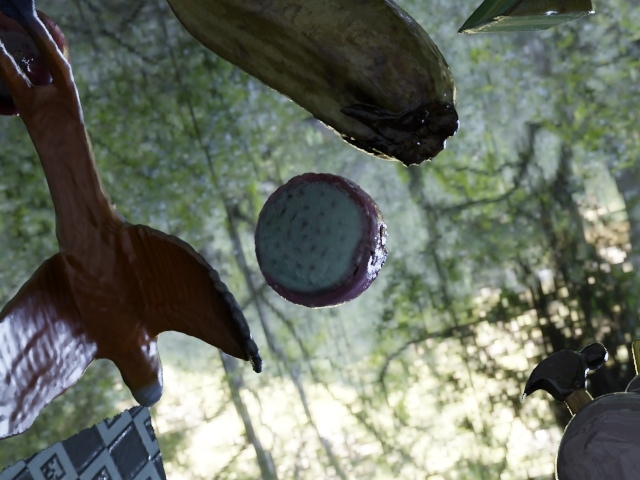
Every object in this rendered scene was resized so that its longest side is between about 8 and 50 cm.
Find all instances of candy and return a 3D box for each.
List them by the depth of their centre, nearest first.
[{"bbox_3d":[0.000,0.000,0.858,0.103,0.103,0.043,-13,169,20],"label":"candy"}]

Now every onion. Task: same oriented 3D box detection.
[{"bbox_3d":[-0.349,-0.208,1.299,0.131,0.131,0.131,-15,-174,2],"label":"onion"}]

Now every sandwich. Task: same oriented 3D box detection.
[{"bbox_3d":[0.206,-0.218,1.139,0.074,0.074,0.116,-10,-148,53],"label":"sandwich"}]

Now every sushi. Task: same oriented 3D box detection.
[{"bbox_3d":[-0.237,0.395,1.391,0.069,0.339,0.320,-11,-176,29],"label":"sushi"}]

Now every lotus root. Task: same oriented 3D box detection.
[{"bbox_3d":[-0.005,-0.145,0.805,0.097,0.258,0.110,-43,160,-35],"label":"lotus root"}]

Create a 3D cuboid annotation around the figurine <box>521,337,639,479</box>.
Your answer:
[{"bbox_3d":[0.187,0.127,0.498,0.229,0.137,0.112,30,176,13],"label":"figurine"}]

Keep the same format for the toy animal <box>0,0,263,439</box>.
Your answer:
[{"bbox_3d":[-0.186,-0.008,0.846,0.225,0.284,0.302,-16,174,-4],"label":"toy animal"}]
